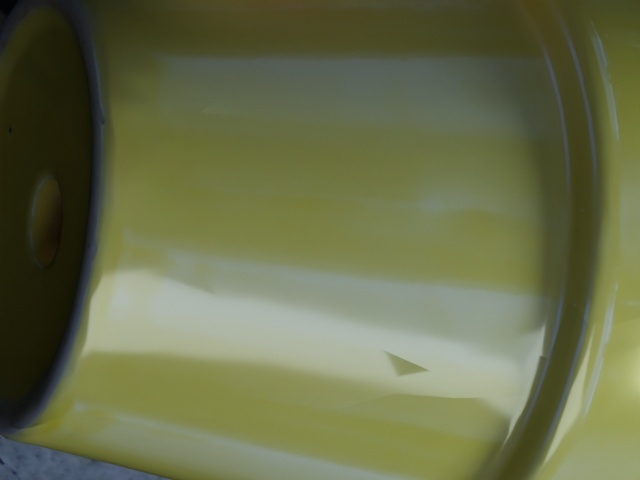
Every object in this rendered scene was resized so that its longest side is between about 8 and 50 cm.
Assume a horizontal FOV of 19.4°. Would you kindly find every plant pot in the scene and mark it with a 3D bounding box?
[{"bbox_3d":[0.000,0.000,0.704,0.239,0.254,0.254,5,138,-27],"label":"plant pot"}]

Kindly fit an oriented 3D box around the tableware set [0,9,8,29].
[{"bbox_3d":[-0.186,-0.090,0.750,0.128,0.039,0.194,-23,135,30],"label":"tableware set"}]
